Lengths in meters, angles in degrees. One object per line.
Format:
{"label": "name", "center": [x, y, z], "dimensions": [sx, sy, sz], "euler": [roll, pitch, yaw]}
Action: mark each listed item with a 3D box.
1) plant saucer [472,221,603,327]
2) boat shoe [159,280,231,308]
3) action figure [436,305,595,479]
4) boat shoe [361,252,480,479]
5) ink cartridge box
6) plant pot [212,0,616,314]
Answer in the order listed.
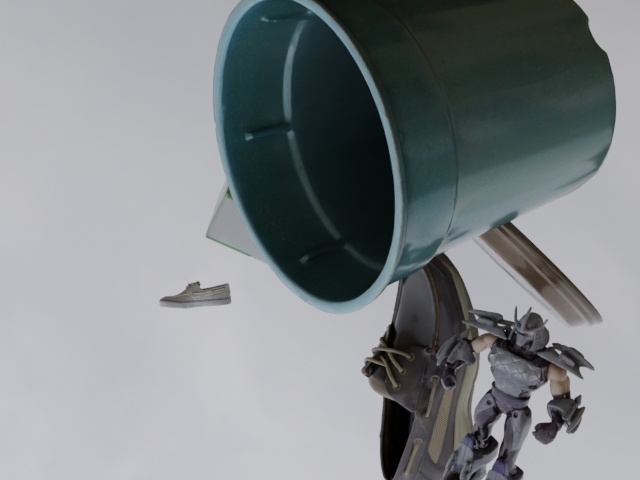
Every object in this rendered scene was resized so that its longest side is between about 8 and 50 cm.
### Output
{"label": "plant saucer", "center": [0.248, 0.019, 1.733], "dimensions": [0.278, 0.041, 0.278], "euler": [43, -178, -2]}
{"label": "boat shoe", "center": [-0.169, 0.072, 1.823], "dimensions": [0.100, 0.035, 0.035], "euler": [-3, -175, -16]}
{"label": "action figure", "center": [0.219, 0.200, 1.597], "dimensions": [0.099, 0.285, 0.185], "euler": [-19, -140, -42]}
{"label": "boat shoe", "center": [0.133, 0.182, 1.838], "dimensions": [0.130, 0.355, 0.132], "euler": [-11, -165, -24]}
{"label": "ink cartridge box", "center": [-0.096, -0.047, 2.267], "dimensions": [0.154, 0.093, 0.212], "euler": [24, -162, -6]}
{"label": "plant pot", "center": [0.114, -0.130, 1.455], "dimensions": [0.334, 0.341, 0.341], "euler": [-17, -143, -30]}
